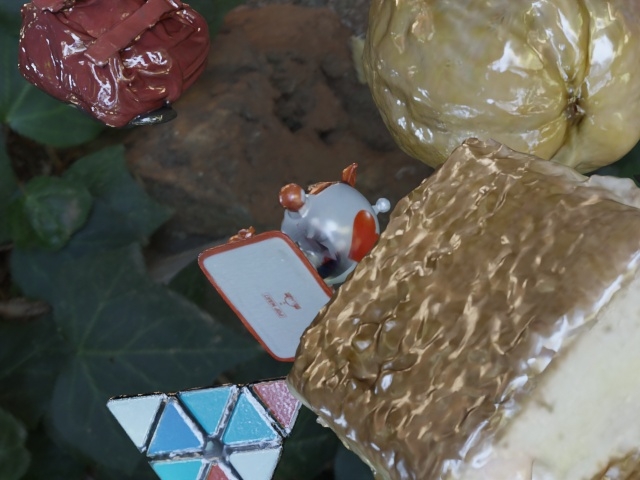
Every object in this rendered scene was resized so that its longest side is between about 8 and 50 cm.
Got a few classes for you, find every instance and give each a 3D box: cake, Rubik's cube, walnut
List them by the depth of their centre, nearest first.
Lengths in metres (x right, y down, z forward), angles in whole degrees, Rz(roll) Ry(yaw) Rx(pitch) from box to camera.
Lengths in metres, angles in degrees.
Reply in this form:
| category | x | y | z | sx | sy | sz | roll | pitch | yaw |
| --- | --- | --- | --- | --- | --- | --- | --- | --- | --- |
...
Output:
| category | x | y | z | sx | sy | sz | roll | pitch | yaw |
| --- | --- | --- | --- | --- | --- | --- | --- | --- | --- |
| cake | 0.173 | 0.108 | 0.753 | 0.290 | 0.282 | 0.255 | 45 | 172 | -32 |
| walnut | 0.203 | -0.208 | 1.216 | 0.344 | 0.306 | 0.306 | -120 | 30 | -49 |
| Rubik's cube | -0.163 | 0.233 | 1.425 | 0.234 | 0.284 | 0.250 | 22 | 128 | -12 |

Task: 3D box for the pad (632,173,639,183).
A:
| category | x | y | z | sx | sy | sz | roll | pitch | yaw |
| --- | --- | --- | --- | --- | --- | --- | --- | --- | --- |
| pad | 0.622 | -0.026 | 1.688 | 0.265 | 0.159 | 0.009 | -119 | 35 | -44 |

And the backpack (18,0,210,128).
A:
| category | x | y | z | sx | sy | sz | roll | pitch | yaw |
| --- | --- | --- | --- | --- | --- | --- | --- | --- | --- |
| backpack | -0.236 | -0.234 | 1.272 | 0.229 | 0.229 | 0.139 | 27 | 132 | 18 |

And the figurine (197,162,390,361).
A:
| category | x | y | z | sx | sy | sz | roll | pitch | yaw |
| --- | --- | --- | --- | --- | --- | --- | --- | --- | --- |
| figurine | 0.000 | 0.000 | 1.316 | 0.160 | 0.226 | 0.183 | -14 | 121 | 42 |
